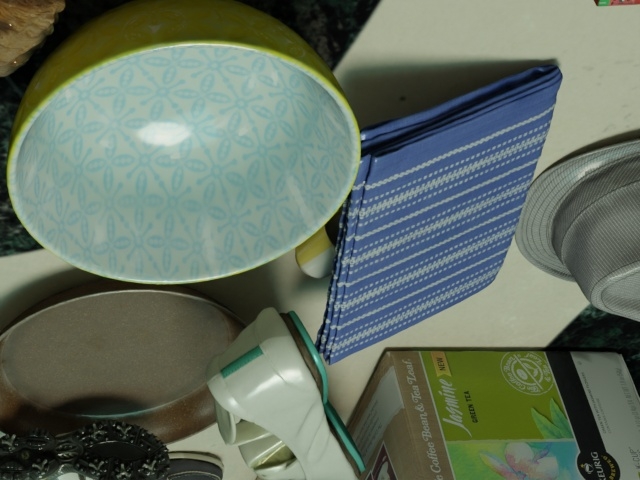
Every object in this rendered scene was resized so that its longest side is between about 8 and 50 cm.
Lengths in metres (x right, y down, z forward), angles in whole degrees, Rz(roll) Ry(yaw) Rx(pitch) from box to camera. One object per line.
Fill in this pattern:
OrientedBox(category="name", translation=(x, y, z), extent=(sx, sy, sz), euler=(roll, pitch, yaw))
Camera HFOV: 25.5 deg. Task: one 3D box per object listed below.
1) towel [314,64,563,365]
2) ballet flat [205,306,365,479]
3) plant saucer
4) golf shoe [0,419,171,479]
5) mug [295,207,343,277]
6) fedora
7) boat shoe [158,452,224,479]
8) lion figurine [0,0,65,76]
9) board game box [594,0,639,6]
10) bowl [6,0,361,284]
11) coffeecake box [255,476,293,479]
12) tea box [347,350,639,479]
OrientedBox(category="towel", translation=(0.111, -0.023, 1.417), extent=(0.243, 0.040, 0.336), euler=(-23, 148, -24))
OrientedBox(category="ballet flat", translation=(-0.045, 0.192, 1.552), extent=(0.139, 0.139, 0.400), euler=(-15, 153, 2))
OrientedBox(category="plant saucer", translation=(-0.221, 0.134, 1.551), extent=(0.310, 0.050, 0.311), euler=(-9, 142, -7))
OrientedBox(category="golf shoe", translation=(-0.269, 0.251, 1.595), extent=(0.198, 0.077, 0.094), euler=(4, 150, -10))
OrientedBox(category="mug", translation=(0.003, 0.001, 1.458), extent=(0.064, 0.078, 0.062), euler=(-36, 170, 39))
OrientedBox(category="fedora", translation=(0.355, 0.005, 1.502), extent=(0.275, 0.124, 0.244), euler=(-5, 141, -11))
OrientedBox(category="boat shoe", translation=(-0.218, 0.311, 1.757), extent=(0.206, 0.065, 0.075), euler=(-2, 140, -14))
OrientedBox(category="lion figurine", translation=(-0.187, -0.272, 0.990), extent=(0.392, 0.142, 0.240), euler=(-34, 145, 18))
OrientedBox(category="board game box", translation=(0.389, -0.274, 1.245), extent=(0.281, 0.027, 0.145), euler=(-5, 140, -11))
OrientedBox(category="bowl", translation=(-0.121, -0.110, 1.191), extent=(0.289, 0.156, 0.289), euler=(-9, 141, -7))
OrientedBox(category="coffeecake box", translation=(-0.021, 0.351, 1.768), extent=(0.068, 0.185, 0.142), euler=(4, 139, -21))
OrientedBox(category="tea box", translation=(0.202, 0.315, 1.763), extent=(0.323, 0.220, 0.329), euler=(2, 139, -20))
